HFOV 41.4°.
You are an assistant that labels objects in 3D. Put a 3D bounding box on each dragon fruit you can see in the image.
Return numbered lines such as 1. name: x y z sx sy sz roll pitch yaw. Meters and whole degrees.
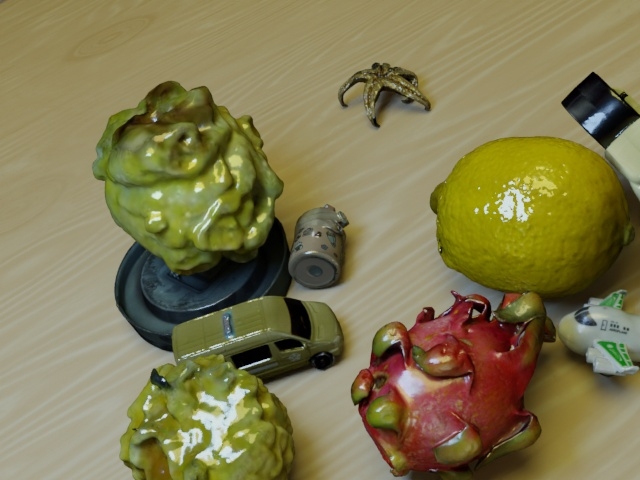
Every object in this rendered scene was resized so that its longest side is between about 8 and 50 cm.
1. dragon fruit: 0.178 0.177 1.130 0.243 0.227 0.307 6 47 18

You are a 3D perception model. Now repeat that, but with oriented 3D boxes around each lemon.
1. lemon: 0.311 -0.036 1.279 0.320 0.245 0.245 11 51 33

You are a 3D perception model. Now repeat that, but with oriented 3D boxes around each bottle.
1. bottle: -0.001 0.000 1.463 0.099 0.099 0.152 -5 42 15

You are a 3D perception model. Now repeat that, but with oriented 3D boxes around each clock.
1. clock: 0.517 -0.110 1.280 0.120 0.276 0.379 -45 37 23
2. clock: -0.203 0.057 1.495 0.319 0.066 0.318 -10 45 10

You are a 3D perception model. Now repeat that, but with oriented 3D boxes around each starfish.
1. starfish: 0.133 -0.301 1.731 0.190 0.074 0.146 27 54 35

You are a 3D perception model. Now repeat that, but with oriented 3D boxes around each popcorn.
1. popcorn: -0.155 0.269 1.157 0.249 0.225 0.249 -7 49 8
2. popcorn: -0.210 -0.098 1.406 0.312 0.312 0.312 -10 44 10

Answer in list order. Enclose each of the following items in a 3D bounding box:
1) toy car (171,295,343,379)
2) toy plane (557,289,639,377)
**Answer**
1. toy car: -0.098 0.155 1.318 0.257 0.124 0.101 -18 45 3
2. toy plane: 0.422 0.128 1.185 0.174 0.080 0.174 -3 34 2
